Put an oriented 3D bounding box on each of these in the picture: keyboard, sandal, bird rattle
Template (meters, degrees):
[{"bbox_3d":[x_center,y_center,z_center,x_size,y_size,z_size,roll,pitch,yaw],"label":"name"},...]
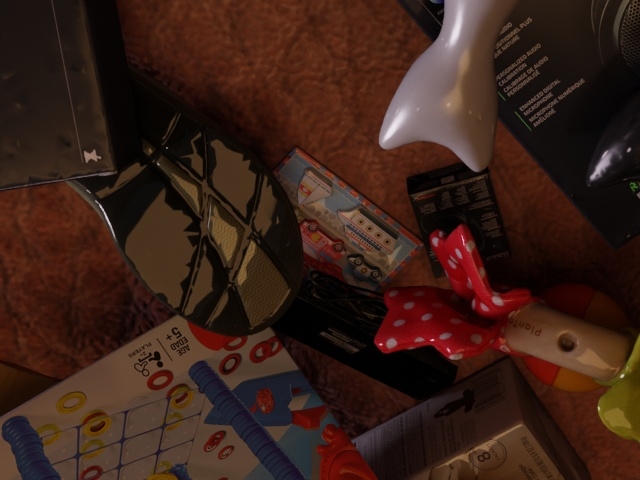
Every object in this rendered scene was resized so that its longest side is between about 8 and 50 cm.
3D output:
[{"bbox_3d":[0.025,0.060,1.044,0.192,0.038,0.100,28,150,-17],"label":"keyboard"},{"bbox_3d":[-0.128,-0.060,0.962,0.303,0.086,0.120,44,96,-2],"label":"sandal"},{"bbox_3d":[0.170,0.076,0.967,0.253,0.207,0.143,10,87,13],"label":"bird rattle"}]

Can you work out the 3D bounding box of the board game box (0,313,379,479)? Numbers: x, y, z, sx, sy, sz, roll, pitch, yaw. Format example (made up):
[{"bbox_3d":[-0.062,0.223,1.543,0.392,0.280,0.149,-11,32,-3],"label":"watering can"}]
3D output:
[{"bbox_3d":[-0.101,0.230,0.935,0.302,0.308,0.086,53,151,10],"label":"board game box"}]

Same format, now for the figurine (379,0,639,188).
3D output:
[{"bbox_3d":[0.148,-0.124,0.778,0.215,0.092,0.209,9,120,-4],"label":"figurine"}]

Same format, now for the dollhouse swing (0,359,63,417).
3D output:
[{"bbox_3d":[-0.354,0.238,1.060,0.347,0.305,0.315,24,161,-35],"label":"dollhouse swing"}]

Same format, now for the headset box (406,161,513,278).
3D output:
[{"bbox_3d":[0.105,-0.013,1.011,0.062,0.032,0.083,-16,118,9],"label":"headset box"}]

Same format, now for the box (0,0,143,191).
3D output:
[{"bbox_3d":[-0.230,-0.161,0.855,0.184,0.103,0.261,-8,100,7],"label":"box"}]

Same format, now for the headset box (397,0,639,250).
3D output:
[{"bbox_3d":[0.194,-0.184,0.865,0.246,0.131,0.283,-37,111,17],"label":"headset box"}]

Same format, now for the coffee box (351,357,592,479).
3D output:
[{"bbox_3d":[0.085,0.222,1.098,0.246,0.098,0.141,-31,113,15],"label":"coffee box"}]

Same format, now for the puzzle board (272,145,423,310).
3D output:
[{"bbox_3d":[0.000,0.000,1.030,0.128,0.011,0.096,36,112,-18],"label":"puzzle board"}]
